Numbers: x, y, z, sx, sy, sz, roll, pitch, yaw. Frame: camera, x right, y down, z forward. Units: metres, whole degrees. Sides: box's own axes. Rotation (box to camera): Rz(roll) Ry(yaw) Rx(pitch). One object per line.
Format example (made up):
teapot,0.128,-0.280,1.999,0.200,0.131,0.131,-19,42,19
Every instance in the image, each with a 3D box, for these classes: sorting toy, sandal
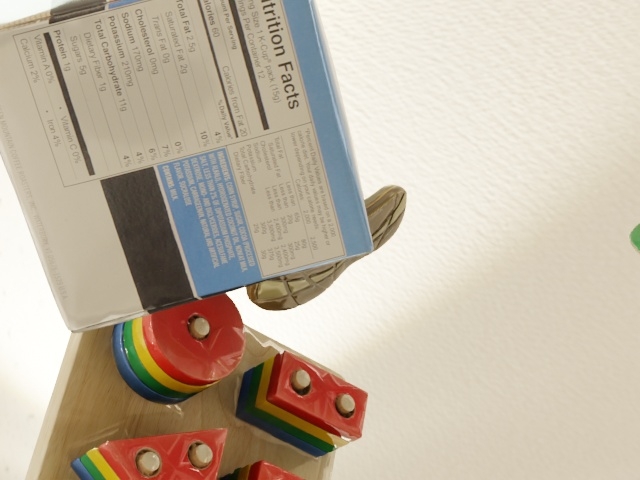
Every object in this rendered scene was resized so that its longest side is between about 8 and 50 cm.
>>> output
sorting toy,-0.083,0.162,1.120,0.255,0.089,0.257,30,-128,-25
sandal,0.000,0.000,1.158,0.180,0.049,0.072,-35,-31,-34

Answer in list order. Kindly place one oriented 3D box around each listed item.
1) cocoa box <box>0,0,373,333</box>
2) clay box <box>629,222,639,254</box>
cocoa box,-0.109,-0.130,1.076,0.228,0.347,0.231,-15,-63,1
clay box,0.224,-0.037,0.477,0.222,0.053,0.127,-42,-105,-15
